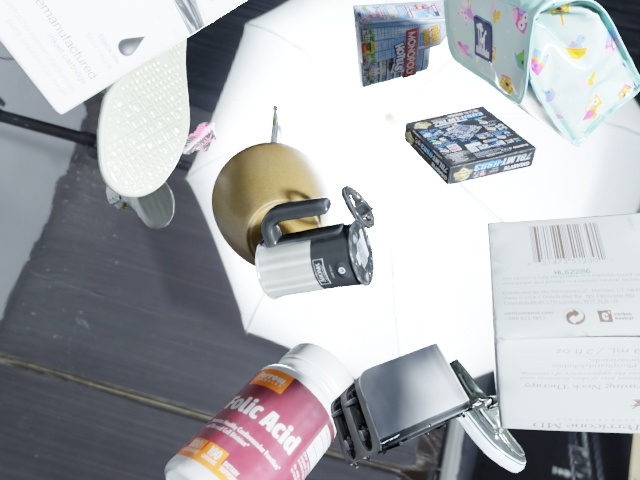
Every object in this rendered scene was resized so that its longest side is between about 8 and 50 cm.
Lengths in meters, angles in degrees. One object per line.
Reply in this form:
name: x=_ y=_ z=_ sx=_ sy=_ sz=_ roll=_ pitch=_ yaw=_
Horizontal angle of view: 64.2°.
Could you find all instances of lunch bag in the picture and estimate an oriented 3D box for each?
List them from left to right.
lunch bag: x=0.310 y=-0.290 z=0.757 sx=0.160 sy=0.262 sz=0.223 roll=-49 pitch=-139 yaw=20

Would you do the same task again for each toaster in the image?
toaster: x=0.118 y=0.245 z=0.762 sx=0.110 sy=0.185 sz=0.168 roll=66 pitch=-24 yaw=23

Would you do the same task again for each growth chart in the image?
growth chart: x=-0.120 y=-0.239 z=1.451 sx=0.237 sy=0.021 sz=0.172 roll=85 pitch=7 yaw=-61

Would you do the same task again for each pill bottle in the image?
pill bottle: x=-0.105 y=0.407 z=1.070 sx=0.392 sy=0.224 sz=0.224 roll=-40 pitch=155 yaw=-42

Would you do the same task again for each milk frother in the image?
milk frother: x=0.000 y=0.000 z=0.683 sx=0.143 sy=0.134 sz=0.129 roll=-24 pitch=103 yaw=-67

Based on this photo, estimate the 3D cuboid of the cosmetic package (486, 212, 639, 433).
cosmetic package: x=0.557 y=0.194 z=1.153 sx=0.394 sy=0.329 sz=0.328 roll=68 pitch=25 yaw=-43

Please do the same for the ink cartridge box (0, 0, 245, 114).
ink cartridge box: x=-0.293 y=-0.410 z=0.708 sx=0.395 sy=0.166 sz=0.286 roll=-38 pitch=127 yaw=-14

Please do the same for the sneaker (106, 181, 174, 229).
sneaker: x=-0.510 y=-0.118 z=1.428 sx=0.169 sy=0.108 sz=0.293 roll=-47 pitch=-121 yaw=35

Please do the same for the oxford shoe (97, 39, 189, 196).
oxford shoe: x=-0.355 y=-0.289 z=1.013 sx=0.130 sy=0.169 sz=0.450 roll=-16 pitch=-114 yaw=41

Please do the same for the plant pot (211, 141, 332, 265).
plant pot: x=-0.075 y=-0.043 z=0.897 sx=0.254 sy=0.237 sz=0.237 roll=-123 pitch=-133 yaw=-71

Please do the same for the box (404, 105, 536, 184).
box: x=0.456 y=-0.303 z=1.590 sx=0.293 sy=0.295 sz=0.073 roll=-120 pitch=-160 yaw=-47

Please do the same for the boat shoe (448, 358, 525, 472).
boat shoe: x=0.438 y=0.464 z=1.359 sx=0.119 sy=0.335 sz=0.121 roll=-45 pitch=175 yaw=14

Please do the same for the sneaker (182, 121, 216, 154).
sneaker: x=-0.272 y=-0.220 z=1.156 sx=0.119 sy=0.047 sz=0.057 roll=-57 pitch=145 yaw=-42

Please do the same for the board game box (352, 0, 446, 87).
board game box: x=0.170 y=-0.393 z=1.013 sx=0.194 sy=0.194 sz=0.060 roll=73 pitch=3 yaw=-63

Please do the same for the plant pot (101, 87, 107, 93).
plant pot: x=-0.542 y=-0.485 z=1.286 sx=0.188 sy=0.187 sz=0.167 roll=-59 pitch=162 yaw=-4
